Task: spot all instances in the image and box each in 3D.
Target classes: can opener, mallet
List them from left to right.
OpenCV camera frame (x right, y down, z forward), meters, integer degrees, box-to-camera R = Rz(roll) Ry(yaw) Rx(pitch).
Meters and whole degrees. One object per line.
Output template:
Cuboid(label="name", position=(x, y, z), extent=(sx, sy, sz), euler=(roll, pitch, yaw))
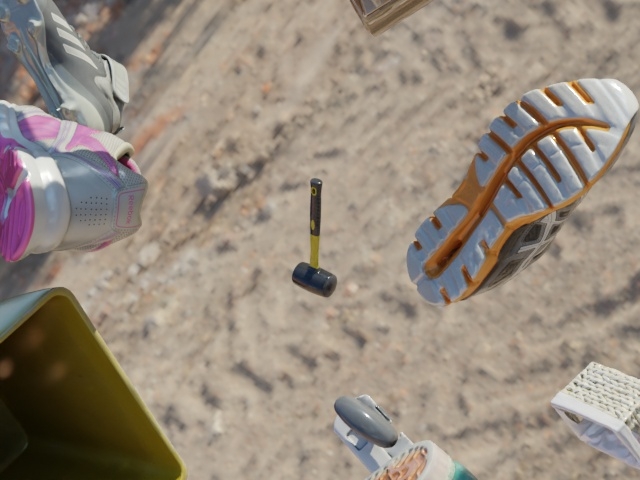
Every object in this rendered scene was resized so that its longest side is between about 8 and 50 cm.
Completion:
Cuboid(label="mallet", position=(0.000, 0.000, 1.810), extent=(0.039, 0.062, 0.189), euler=(-38, -32, -42))
Cuboid(label="can opener", position=(0.117, 0.332, 1.810), extent=(0.076, 0.095, 0.283), euler=(-47, 67, 8))

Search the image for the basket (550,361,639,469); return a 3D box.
Cuboid(label="basket", position=(0.470, 0.274, 2.036), extent=(0.103, 0.113, 0.167), euler=(-47, 27, -13))

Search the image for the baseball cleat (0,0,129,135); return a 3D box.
Cuboid(label="baseball cleat", position=(-0.274, -0.201, 1.382), extent=(0.072, 0.206, 0.109), euler=(-10, 15, 39))

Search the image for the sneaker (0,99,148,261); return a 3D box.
Cuboid(label="sneaker", position=(-0.202, -0.043, 1.014), extent=(0.252, 0.111, 0.103), euler=(-135, 51, -62))

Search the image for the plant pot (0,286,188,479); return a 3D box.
Cuboid(label="plant pot", position=(-0.279, 0.177, 1.062), extent=(0.187, 0.212, 0.212), euler=(2, 38, 49))

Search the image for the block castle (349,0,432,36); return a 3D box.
Cuboid(label="block castle", position=(0.040, -0.285, 0.659), extent=(0.213, 0.303, 0.453), euler=(-32, 3, 6))

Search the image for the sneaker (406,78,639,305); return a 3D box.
Cuboid(label="sneaker", position=(0.151, -0.036, 0.926), extent=(0.215, 0.083, 0.084), euler=(-47, 59, 33))

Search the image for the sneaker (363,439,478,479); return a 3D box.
Cuboid(label="sneaker", position=(0.062, 0.317, 1.329), extent=(0.302, 0.121, 0.108), euler=(-40, 16, 43))
